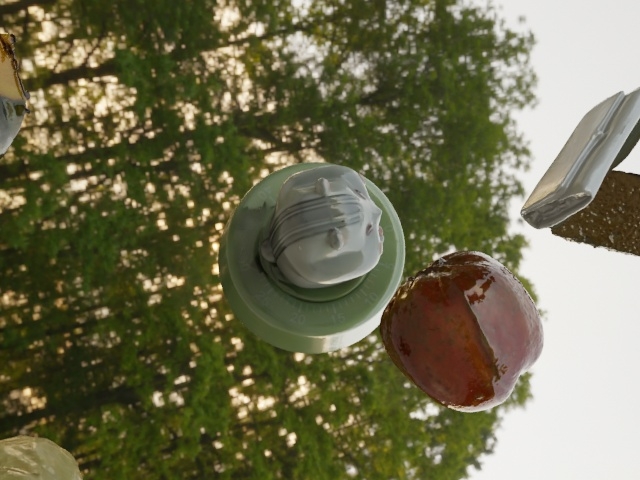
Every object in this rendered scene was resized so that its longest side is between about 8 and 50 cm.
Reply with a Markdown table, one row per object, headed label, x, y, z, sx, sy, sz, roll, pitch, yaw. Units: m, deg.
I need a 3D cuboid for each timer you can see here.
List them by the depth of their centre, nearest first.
| label | x | y | z | sx | sy | sz | roll | pitch | yaw |
| --- | --- | --- | --- | --- | --- | --- | --- | --- | --- |
| timer | 0.000 | 0.000 | 1.010 | 0.315 | 0.291 | 0.290 | 115 | -42 | -76 |

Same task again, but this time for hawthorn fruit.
| label | x | y | z | sx | sy | sz | roll | pitch | yaw |
| --- | --- | --- | --- | --- | --- | --- | --- | --- | --- |
| hawthorn fruit | 0.111 | 0.068 | 0.567 | 0.128 | 0.128 | 0.128 | 38 | -45 | 52 |

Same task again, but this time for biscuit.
| label | x | y | z | sx | sy | sz | roll | pitch | yaw |
| --- | --- | --- | --- | --- | --- | --- | --- | --- | --- |
| biscuit | 0.467 | -0.035 | 1.067 | 0.231 | 0.131 | 0.025 | 18 | -13 | 26 |

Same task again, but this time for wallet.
| label | x | y | z | sx | sy | sz | roll | pitch | yaw |
| --- | --- | --- | --- | --- | --- | --- | --- | --- | --- |
| wallet | 0.184 | -0.059 | 0.503 | 0.025 | 0.122 | 0.061 | 46 | -31 | -7 |

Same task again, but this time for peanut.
| label | x | y | z | sx | sy | sz | roll | pitch | yaw |
| --- | --- | --- | --- | --- | --- | --- | --- | --- | --- |
| peanut | -0.294 | 0.249 | 0.669 | 0.319 | 0.148 | 0.147 | -12 | -88 | 56 |

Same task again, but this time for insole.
| label | x | y | z | sx | sy | sz | roll | pitch | yaw |
| --- | --- | --- | --- | --- | --- | --- | --- | --- | --- |
| insole | 0.353 | -0.092 | 0.950 | 0.188 | 0.004 | 0.064 | -53 | -148 | 10 |

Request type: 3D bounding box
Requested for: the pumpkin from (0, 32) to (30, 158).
| label | x | y | z | sx | sy | sz | roll | pitch | yaw |
| --- | --- | --- | --- | --- | --- | --- | --- | --- | --- |
| pumpkin | -0.616 | -0.222 | 1.111 | 0.303 | 0.225 | 0.256 | 7 | -88 | 40 |
